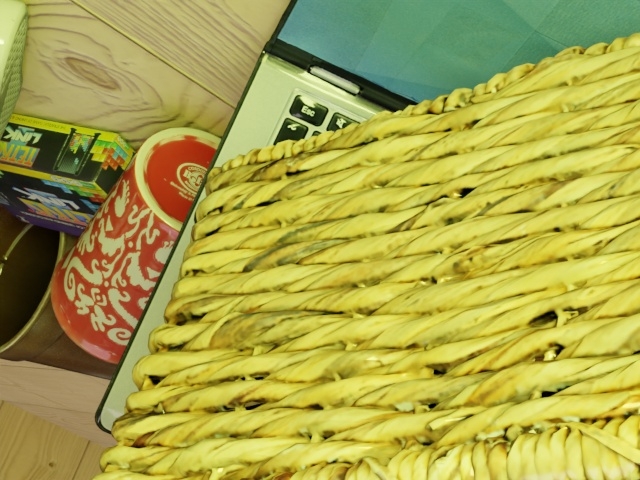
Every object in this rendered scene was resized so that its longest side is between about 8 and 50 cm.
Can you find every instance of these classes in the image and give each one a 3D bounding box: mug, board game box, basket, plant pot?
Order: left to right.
[{"bbox_3d":[-0.209,-0.048,1.031,0.170,0.048,0.141,12,159,27],"label":"board game box"},{"bbox_3d":[-0.236,0.053,1.202,0.167,0.167,0.165,4,164,44],"label":"plant pot"},{"bbox_3d":[-0.101,0.003,0.918,0.150,0.113,0.169,0,149,-29],"label":"mug"},{"bbox_3d":[0.089,0.074,0.507,0.299,0.223,0.213,-15,127,27],"label":"basket"}]

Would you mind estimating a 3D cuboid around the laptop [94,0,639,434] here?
[{"bbox_3d":[0.118,0.047,0.641,0.382,0.408,0.236,24,-164,-7],"label":"laptop"}]

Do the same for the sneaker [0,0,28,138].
[{"bbox_3d":[-0.286,-0.109,0.857,0.151,0.094,0.256,19,153,-10],"label":"sneaker"}]
